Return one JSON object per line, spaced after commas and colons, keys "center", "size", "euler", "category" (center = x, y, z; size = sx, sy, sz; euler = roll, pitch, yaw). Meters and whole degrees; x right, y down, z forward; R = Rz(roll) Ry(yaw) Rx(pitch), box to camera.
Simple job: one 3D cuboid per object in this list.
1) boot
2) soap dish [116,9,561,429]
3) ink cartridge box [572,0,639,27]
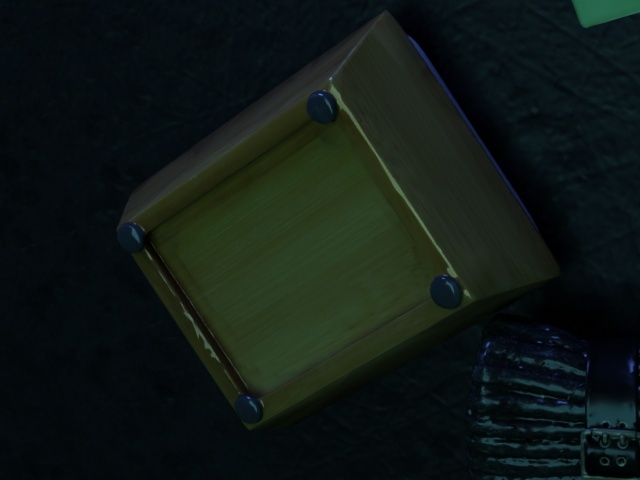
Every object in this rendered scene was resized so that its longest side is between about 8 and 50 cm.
{"center": [0.235, 0.074, 1.306], "size": [0.260, 0.131, 0.348], "euler": [18, 117, 23], "category": "boot"}
{"center": [0.000, 0.000, 1.421], "size": [0.291, 0.118, 0.229], "euler": [-32, 91, 36], "category": "soap dish"}
{"center": [0.209, -0.332, 1.168], "size": [0.207, 0.119, 0.353], "euler": [-14, 101, 33], "category": "ink cartridge box"}
